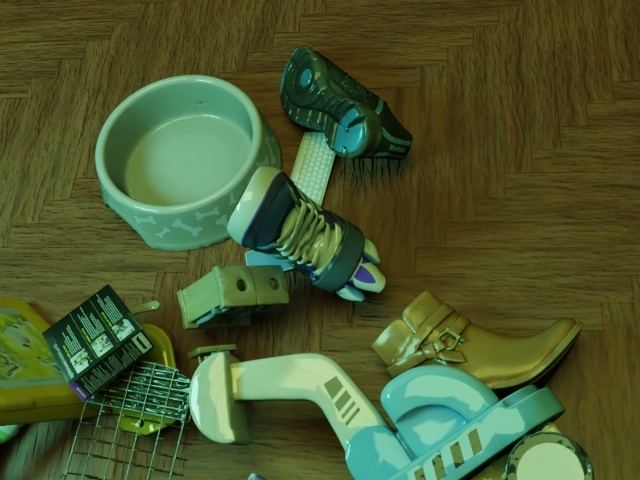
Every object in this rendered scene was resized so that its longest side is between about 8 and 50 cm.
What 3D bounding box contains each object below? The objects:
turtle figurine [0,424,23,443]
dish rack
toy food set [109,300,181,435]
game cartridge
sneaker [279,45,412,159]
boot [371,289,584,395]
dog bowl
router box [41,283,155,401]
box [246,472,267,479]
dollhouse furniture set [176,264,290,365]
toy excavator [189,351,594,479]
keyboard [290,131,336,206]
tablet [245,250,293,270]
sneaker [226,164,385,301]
[{"bbox_3d":[-0.586,0.327,1.385,0.274,0.198,0.266,29,64,19],"label":"turtle figurine"},{"bbox_3d":[-0.280,0.316,1.358,0.208,0.074,0.272,6,75,24],"label":"dish rack"},{"bbox_3d":[-0.271,0.209,1.470,0.128,0.071,0.218,-23,63,19],"label":"toy food set"},{"bbox_3d":[-0.504,0.174,1.400,0.285,0.323,0.053,37,100,25],"label":"game cartridge"},{"bbox_3d":[0.037,-0.241,1.679,0.139,0.125,0.341,9,32,-37],"label":"sneaker"},{"bbox_3d":[0.239,0.158,1.407,0.283,0.109,0.220,-41,65,-1],"label":"boot"},{"bbox_3d":[-0.247,-0.154,1.669,0.348,0.102,0.349,-4,60,7],"label":"dog bowl"},{"bbox_3d":[-0.345,0.153,1.411,0.133,0.046,0.179,-38,34,-11],"label":"router box"},{"bbox_3d":[0.004,0.524,1.108,0.395,0.212,0.294,28,64,9],"label":"box"},{"bbox_3d":[-0.125,0.146,1.441,0.128,0.129,0.184,0,69,-38],"label":"dollhouse furniture set"},{"bbox_3d":[0.091,0.263,1.260,0.433,0.222,0.445,-35,68,3],"label":"toy excavator"},{"bbox_3d":[-0.026,-0.090,1.645,0.072,0.014,0.256,8,61,14],"label":"keyboard"},{"bbox_3d":[-0.087,0.034,1.580,0.083,0.006,0.054,-15,63,8],"label":"tablet"},{"bbox_3d":[0.000,0.000,1.413,0.236,0.323,0.130,27,86,8],"label":"sneaker"}]
